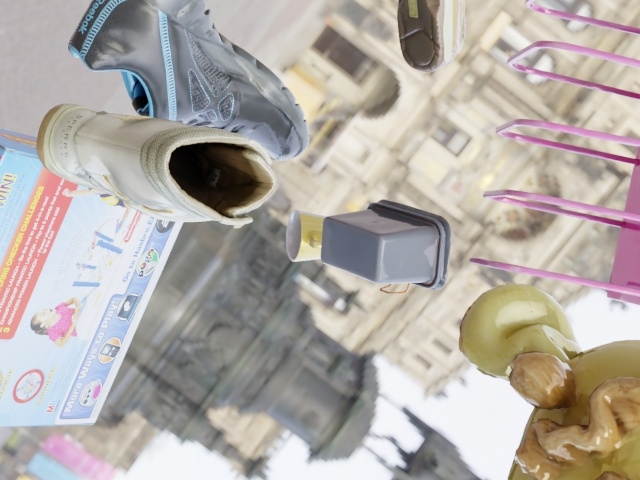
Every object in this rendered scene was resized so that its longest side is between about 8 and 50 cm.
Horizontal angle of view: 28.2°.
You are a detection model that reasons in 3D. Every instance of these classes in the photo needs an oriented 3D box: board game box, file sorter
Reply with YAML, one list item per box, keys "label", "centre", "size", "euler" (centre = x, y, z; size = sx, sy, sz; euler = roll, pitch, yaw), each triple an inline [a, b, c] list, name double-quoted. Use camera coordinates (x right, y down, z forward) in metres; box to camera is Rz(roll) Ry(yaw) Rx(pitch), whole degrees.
- label: "board game box"
  centre: [-0.309, 0.047, 1.356]
  size: [0.302, 0.086, 0.308]
  euler: [12, 106, -58]
- label: "file sorter"
  centre: [0.266, -0.094, 1.232]
  size: [0.202, 0.182, 0.290]
  euler: [-157, -101, -87]

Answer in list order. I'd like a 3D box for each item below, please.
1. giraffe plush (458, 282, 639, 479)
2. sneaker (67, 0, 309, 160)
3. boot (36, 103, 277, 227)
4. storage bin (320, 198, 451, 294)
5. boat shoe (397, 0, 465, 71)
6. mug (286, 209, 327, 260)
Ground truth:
- label: "giraffe plush"
  centre: [0.124, 0.089, 0.367]
  size: [0.181, 0.170, 0.210]
  euler: [21, -75, 59]
- label: "sneaker"
  centre: [-0.142, -0.176, 1.421]
  size: [0.139, 0.341, 0.125]
  euler: [-51, -136, -3]
- label: "boot"
  centre: [-0.090, -0.049, 0.986]
  size: [0.165, 0.213, 0.077]
  euler: [13, -93, 42]
- label: "storage bin"
  centre: [0.066, 0.013, 1.428]
  size: [0.135, 0.091, 0.098]
  euler: [21, -69, 50]
- label: "boat shoe"
  centre: [0.105, -0.254, 1.167]
  size: [0.072, 0.068, 0.190]
  euler: [-30, 129, -42]
- label: "mug"
  centre: [-0.001, 0.001, 1.542]
  size: [0.078, 0.064, 0.062]
  euler: [-106, -153, -44]
